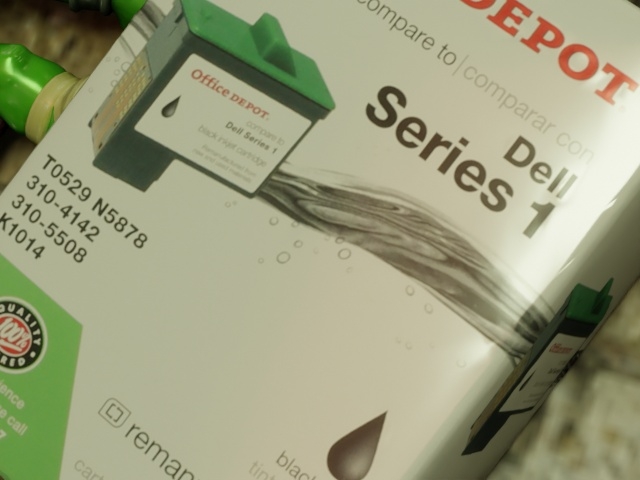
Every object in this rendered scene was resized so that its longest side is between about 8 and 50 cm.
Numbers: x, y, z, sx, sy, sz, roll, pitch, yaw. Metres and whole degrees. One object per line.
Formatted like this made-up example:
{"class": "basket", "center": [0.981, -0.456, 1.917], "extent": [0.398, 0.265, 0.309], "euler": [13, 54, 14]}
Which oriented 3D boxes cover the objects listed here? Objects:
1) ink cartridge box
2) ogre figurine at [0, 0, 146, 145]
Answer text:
{"class": "ink cartridge box", "center": [0.000, 0.000, 0.496], "extent": [0.160, 0.092, 0.219], "euler": [37, 92, 19]}
{"class": "ogre figurine", "center": [-0.137, -0.042, 0.550], "extent": [0.118, 0.097, 0.197], "euler": [35, 107, 2]}
